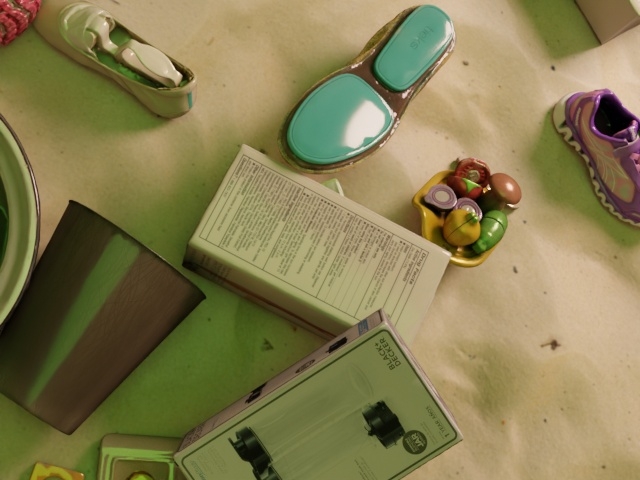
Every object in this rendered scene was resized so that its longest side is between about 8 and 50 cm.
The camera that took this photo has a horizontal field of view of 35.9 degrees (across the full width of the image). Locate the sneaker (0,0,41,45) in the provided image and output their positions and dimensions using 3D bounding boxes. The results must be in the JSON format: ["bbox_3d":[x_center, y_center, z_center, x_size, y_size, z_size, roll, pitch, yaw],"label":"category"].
[{"bbox_3d":[-0.492,-0.281,1.213,0.299,0.121,0.112,-19,80,-14],"label":"sneaker"}]

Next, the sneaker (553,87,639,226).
[{"bbox_3d":[0.436,-0.123,1.418,0.095,0.104,0.236,-36,90,-19],"label":"sneaker"}]

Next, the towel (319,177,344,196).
[{"bbox_3d":[0.000,0.000,1.327,0.113,0.023,0.152,-18,83,-17],"label":"towel"}]

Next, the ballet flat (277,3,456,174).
[{"bbox_3d":[0.058,-0.187,1.318,0.123,0.123,0.348,44,61,-2],"label":"ballet flat"}]

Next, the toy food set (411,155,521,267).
[{"bbox_3d":[0.209,-0.056,1.318,0.128,0.071,0.218,43,43,2],"label":"toy food set"}]

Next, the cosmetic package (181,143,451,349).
[{"bbox_3d":[-0.009,0.025,1.244,0.296,0.129,0.153,29,72,-3],"label":"cosmetic package"}]

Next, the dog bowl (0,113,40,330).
[{"bbox_3d":[-0.530,-0.008,1.134,0.408,0.150,0.408,3,79,-13],"label":"dog bowl"}]

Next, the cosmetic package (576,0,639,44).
[{"bbox_3d":[0.427,-0.474,1.485,0.160,0.113,0.309,-30,86,-18],"label":"cosmetic package"}]

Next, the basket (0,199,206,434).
[{"bbox_3d":[-0.281,0.103,1.175,0.204,0.154,0.227,38,77,-19],"label":"basket"}]

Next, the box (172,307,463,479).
[{"bbox_3d":[-0.004,0.227,1.142,0.290,0.087,0.169,-34,97,4],"label":"box"}]

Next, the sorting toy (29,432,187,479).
[{"bbox_3d":[-0.187,0.338,1.199,0.348,0.047,0.196,6,77,-12],"label":"sorting toy"}]

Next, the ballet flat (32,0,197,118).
[{"bbox_3d":[-0.266,-0.253,1.284,0.248,0.086,0.086,33,73,-5],"label":"ballet flat"}]
